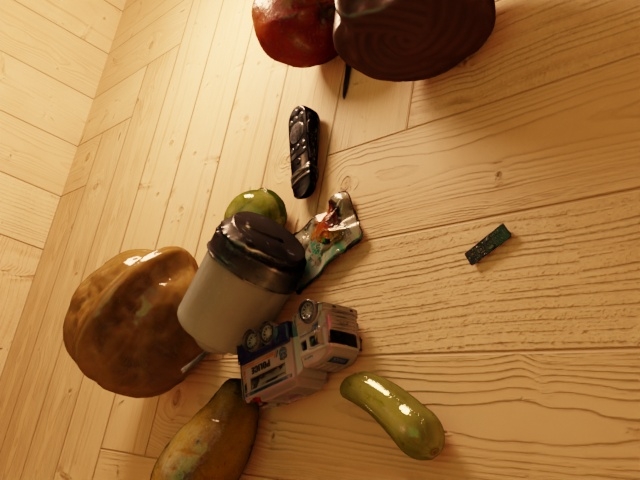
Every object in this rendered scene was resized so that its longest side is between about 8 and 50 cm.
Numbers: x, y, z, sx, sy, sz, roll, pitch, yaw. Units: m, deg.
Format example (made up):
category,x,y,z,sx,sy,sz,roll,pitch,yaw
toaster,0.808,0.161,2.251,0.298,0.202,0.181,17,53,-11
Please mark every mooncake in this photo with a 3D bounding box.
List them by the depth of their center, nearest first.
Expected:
category,x,y,z,sx,sy,sz,roll,pitch,yaw
mooncake,0.186,-0.466,1.399,0.326,0.333,0.174,2,66,7

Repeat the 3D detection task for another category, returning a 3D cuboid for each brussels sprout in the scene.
category,x,y,z,sx,sy,sz,roll,pitch,yaw
brussels sprout,-0.163,-0.046,1.711,0.183,0.131,0.145,-43,63,23

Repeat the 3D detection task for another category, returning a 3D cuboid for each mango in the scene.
category,x,y,z,sx,sy,sz,roll,pitch,yaw
mango,-0.236,0.455,1.481,0.177,0.175,0.329,39,79,21

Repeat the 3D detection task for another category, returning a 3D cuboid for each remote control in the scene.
category,x,y,z,sx,sy,sz,roll,pitch,yaw
remote control,0.296,0.009,1.223,0.091,0.016,0.034,-42,58,26
remote control,-0.033,-0.214,1.716,0.090,0.066,0.265,-39,46,48

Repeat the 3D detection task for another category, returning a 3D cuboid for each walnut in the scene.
category,x,y,z,sx,sy,sz,roll,pitch,yaw
walnut,-0.444,0.207,1.743,0.384,0.384,0.383,-27,50,38

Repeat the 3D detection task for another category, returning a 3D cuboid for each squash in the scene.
category,x,y,z,sx,sy,sz,roll,pitch,yaw
squash,0.124,0.296,1.206,0.250,0.083,0.083,28,91,55

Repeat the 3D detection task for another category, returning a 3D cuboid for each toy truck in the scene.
category,x,y,z,sx,sy,sz,roll,pitch,yaw
toy truck,-0.041,0.232,1.404,0.268,0.124,0.155,-31,55,37

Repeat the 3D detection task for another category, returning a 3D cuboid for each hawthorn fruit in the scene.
category,x,y,z,sx,sy,sz,roll,pitch,yaw
hawthorn fruit,-0.029,-0.566,1.742,0.300,0.254,0.253,-5,65,65

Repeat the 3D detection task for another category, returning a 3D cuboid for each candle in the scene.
category,x,y,z,sx,sy,sz,roll,pitch,yaw
candle,-0.188,0.123,1.551,0.342,0.221,0.221,-60,37,16

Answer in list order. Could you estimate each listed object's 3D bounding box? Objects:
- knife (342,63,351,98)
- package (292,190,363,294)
category,x,y,z,sx,sy,sz,roll,pitch,yaw
knife,0.069,-0.429,1.755,0.023,0.010,0.170,-18,58,50
package,0.000,0.000,1.560,0.232,0.040,0.166,-40,44,30
